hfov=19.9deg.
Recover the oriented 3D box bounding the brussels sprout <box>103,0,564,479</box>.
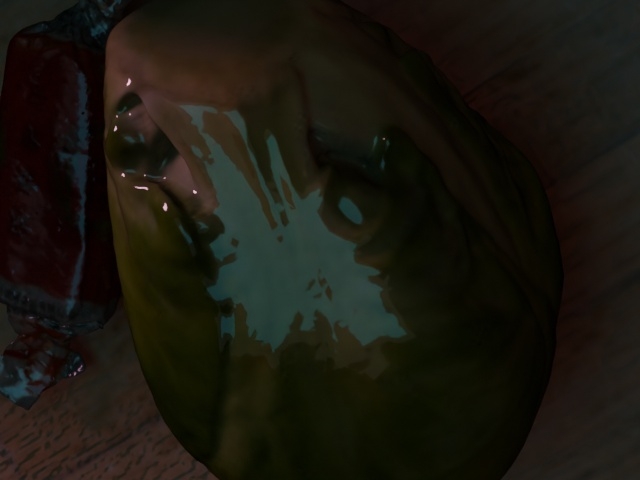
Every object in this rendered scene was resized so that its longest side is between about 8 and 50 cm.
[{"bbox_3d":[0.000,0.000,0.874,0.210,0.219,0.271,-10,123,22],"label":"brussels sprout"}]

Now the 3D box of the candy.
[{"bbox_3d":[-0.142,-0.038,1.019,0.086,0.059,0.292,14,104,21],"label":"candy"}]
